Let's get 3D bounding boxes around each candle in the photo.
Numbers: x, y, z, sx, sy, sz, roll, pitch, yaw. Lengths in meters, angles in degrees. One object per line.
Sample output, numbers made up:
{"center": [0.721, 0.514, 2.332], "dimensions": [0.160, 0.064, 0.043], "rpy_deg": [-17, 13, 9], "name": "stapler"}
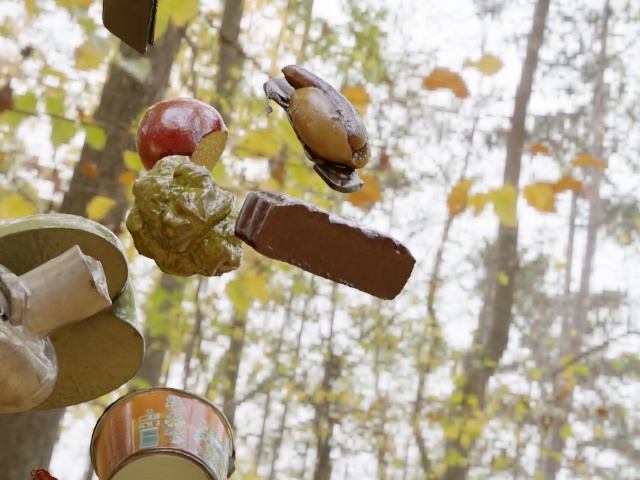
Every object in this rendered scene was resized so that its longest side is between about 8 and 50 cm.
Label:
{"center": [-0.436, 0.400, 2.013], "dimensions": [0.053, 0.048, 0.162], "rpy_deg": [-22, 21, -20], "name": "candle"}

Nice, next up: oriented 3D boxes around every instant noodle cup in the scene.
{"center": [-0.308, 0.454, 2.433], "dimensions": [0.296, 0.296, 0.214], "rpy_deg": [12, 18, -9], "name": "instant noodle cup"}

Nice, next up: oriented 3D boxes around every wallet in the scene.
{"center": [-0.330, -0.410, 2.176], "dimensions": [0.110, 0.031, 0.198], "rpy_deg": [37, -27, 7], "name": "wallet"}

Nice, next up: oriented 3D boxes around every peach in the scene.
{"center": [-0.268, -0.188, 2.483], "dimensions": [0.190, 0.190, 0.192], "rpy_deg": [26, 18, -40], "name": "peach"}

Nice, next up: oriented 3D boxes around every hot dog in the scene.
{"center": [0.005, -0.248, 2.510], "dimensions": [0.107, 0.326, 0.194], "rpy_deg": [-49, -21, 25], "name": "hot dog"}

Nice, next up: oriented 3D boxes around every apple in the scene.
{"center": [-0.507, 0.128, 2.236], "dimensions": [0.360, 0.320, 0.312], "rpy_deg": [-11, -14, -8], "name": "apple"}

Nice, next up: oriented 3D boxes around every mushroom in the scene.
{"center": [-0.487, 0.106, 1.983], "dimensions": [0.290, 0.292, 0.292], "rpy_deg": [-35, -29, 4], "name": "mushroom"}

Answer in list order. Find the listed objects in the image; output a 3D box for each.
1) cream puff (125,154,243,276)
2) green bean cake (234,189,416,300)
{"center": [-0.214, -0.030, 2.085], "dimensions": [0.221, 0.195, 0.194], "rpy_deg": [44, -34, -20], "name": "cream puff"}
{"center": [0.000, 0.000, 1.910], "dimensions": [0.232, 0.097, 0.198], "rpy_deg": [20, 4, -28], "name": "green bean cake"}
